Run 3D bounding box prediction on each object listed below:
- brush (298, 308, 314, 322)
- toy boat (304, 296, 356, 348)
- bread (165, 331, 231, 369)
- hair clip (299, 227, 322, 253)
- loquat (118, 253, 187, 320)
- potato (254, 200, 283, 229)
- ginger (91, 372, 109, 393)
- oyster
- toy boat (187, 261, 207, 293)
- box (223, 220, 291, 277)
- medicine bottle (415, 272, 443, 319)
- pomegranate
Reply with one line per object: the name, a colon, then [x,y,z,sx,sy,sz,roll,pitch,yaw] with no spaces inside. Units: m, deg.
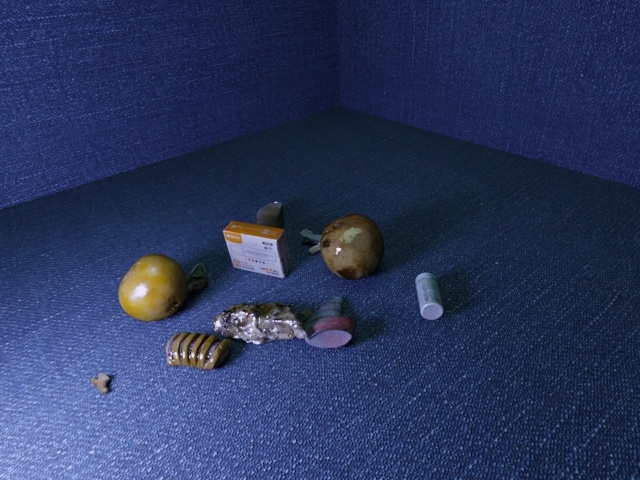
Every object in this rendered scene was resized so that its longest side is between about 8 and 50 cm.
brush: [-0.097,0.310,1.582,0.169,0.014,0.043,-31,40,-31]
toy boat: [0.031,0.286,1.553,0.206,0.096,0.282,-13,23,9]
bread: [-0.431,0.378,1.457,0.225,0.081,0.134,4,35,12]
hair clip: [-0.001,0.003,1.987,0.218,0.071,0.159,7,37,27]
loquat: [-0.649,0.182,1.624,0.262,0.263,0.263,-3,33,2]
potato: [-0.259,-0.090,2.136,0.138,0.098,0.243,-5,39,7]
ginger: [-0.726,0.473,1.396,0.097,0.030,0.048,19,68,35]
oyster: [-0.201,0.279,1.555,0.395,0.111,0.204,1,28,21]
toy boat: [-0.530,0.170,1.794,0.089,0.071,0.185,-1,33,2]
box: [-0.274,0.038,1.832,0.273,0.221,0.091,9,39,23]
medicine bottle: [0.415,0.211,1.602,0.086,0.086,0.183,0,34,7]
pomegranate: [0.133,0.028,1.767,0.281,0.281,0.281,-3,33,2]
